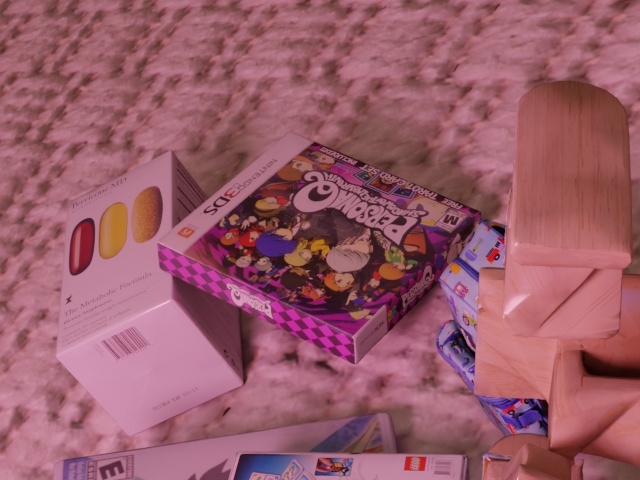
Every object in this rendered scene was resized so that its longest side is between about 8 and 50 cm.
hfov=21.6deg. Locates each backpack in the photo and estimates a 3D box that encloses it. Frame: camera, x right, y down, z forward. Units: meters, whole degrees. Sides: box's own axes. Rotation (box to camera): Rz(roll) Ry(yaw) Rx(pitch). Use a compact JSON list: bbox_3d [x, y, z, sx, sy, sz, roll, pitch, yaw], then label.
[{"bbox_3d":[0.159,0.075,1.352,0.117,0.173,0.158,-38,36,-2],"label":"backpack"}]

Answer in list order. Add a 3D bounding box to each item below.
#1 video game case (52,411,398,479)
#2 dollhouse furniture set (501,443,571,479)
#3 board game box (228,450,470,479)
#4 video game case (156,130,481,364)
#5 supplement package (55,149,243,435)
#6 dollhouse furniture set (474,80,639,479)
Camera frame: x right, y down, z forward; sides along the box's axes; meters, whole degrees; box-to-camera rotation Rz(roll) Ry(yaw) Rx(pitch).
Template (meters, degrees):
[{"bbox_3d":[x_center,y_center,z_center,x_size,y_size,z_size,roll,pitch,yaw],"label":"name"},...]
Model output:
[{"bbox_3d":[-0.071,0.281,1.341,0.300,0.036,0.329,-9,38,1],"label":"video game case"},{"bbox_3d":[0.316,0.174,0.940,0.174,0.355,0.303,-80,15,-46],"label":"dollhouse furniture set"},{"bbox_3d":[0.004,0.276,1.245,0.193,0.053,0.305,0,35,11],"label":"board game box"},{"bbox_3d":[0.000,0.000,1.577,0.232,0.042,0.210,25,48,28],"label":"video game case"},{"bbox_3d":[-0.172,0.049,1.696,0.139,0.134,0.244,-26,36,14],"label":"supplement package"},{"bbox_3d":[0.303,0.047,1.124,0.394,0.362,0.256,3,46,5],"label":"dollhouse furniture set"}]
